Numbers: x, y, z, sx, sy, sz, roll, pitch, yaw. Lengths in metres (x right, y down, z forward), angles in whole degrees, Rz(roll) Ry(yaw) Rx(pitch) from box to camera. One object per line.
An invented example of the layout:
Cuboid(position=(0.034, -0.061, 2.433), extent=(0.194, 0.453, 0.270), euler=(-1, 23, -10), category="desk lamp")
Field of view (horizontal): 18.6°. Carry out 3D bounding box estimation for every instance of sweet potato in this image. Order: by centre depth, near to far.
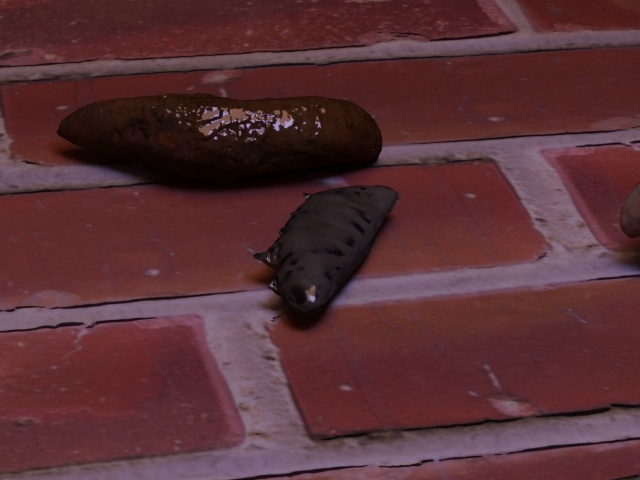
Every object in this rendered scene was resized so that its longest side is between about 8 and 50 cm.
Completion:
Cuboid(position=(-0.102, -0.105, 2.006), extent=(0.341, 0.092, 0.114), euler=(1, 7, -5), category="sweet potato")

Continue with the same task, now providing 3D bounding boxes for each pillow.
Cuboid(position=(0.000, -0.001, 1.878), extent=(0.093, 0.051, 0.241), euler=(18, 35, 13), category="pillow")

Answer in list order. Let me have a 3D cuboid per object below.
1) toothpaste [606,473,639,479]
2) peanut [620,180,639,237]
Cuboid(position=(0.187, 0.219, 1.555), extent=(0.255, 0.037, 0.067), euler=(-10, 40, -16), category="toothpaste")
Cuboid(position=(0.394, -0.033, 1.928), extent=(0.227, 0.104, 0.085), euler=(-13, 26, -22), category="peanut")
